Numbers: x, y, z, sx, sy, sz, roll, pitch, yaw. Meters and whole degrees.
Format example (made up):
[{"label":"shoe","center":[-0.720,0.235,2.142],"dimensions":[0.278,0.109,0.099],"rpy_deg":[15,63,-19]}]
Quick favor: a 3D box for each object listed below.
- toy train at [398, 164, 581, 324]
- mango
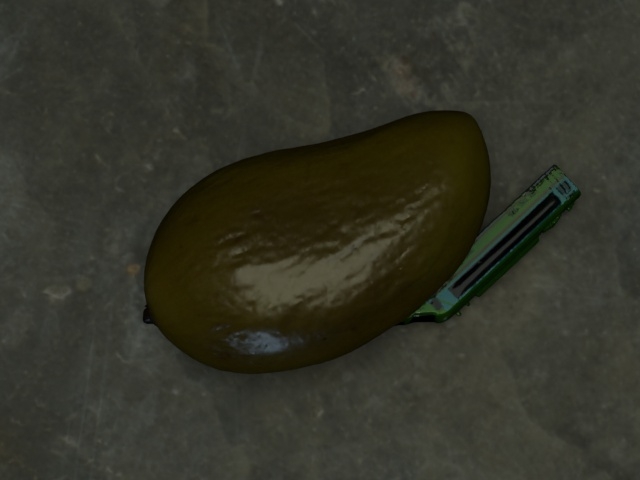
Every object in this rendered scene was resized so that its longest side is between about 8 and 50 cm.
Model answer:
[{"label":"toy train","center":[0.149,0.019,1.627],"dimensions":[0.209,0.044,0.042],"rpy_deg":[-43,82,-3]},{"label":"mango","center":[0.000,0.008,1.583],"dimensions":[0.331,0.142,0.195],"rpy_deg":[-16,74,6]}]
